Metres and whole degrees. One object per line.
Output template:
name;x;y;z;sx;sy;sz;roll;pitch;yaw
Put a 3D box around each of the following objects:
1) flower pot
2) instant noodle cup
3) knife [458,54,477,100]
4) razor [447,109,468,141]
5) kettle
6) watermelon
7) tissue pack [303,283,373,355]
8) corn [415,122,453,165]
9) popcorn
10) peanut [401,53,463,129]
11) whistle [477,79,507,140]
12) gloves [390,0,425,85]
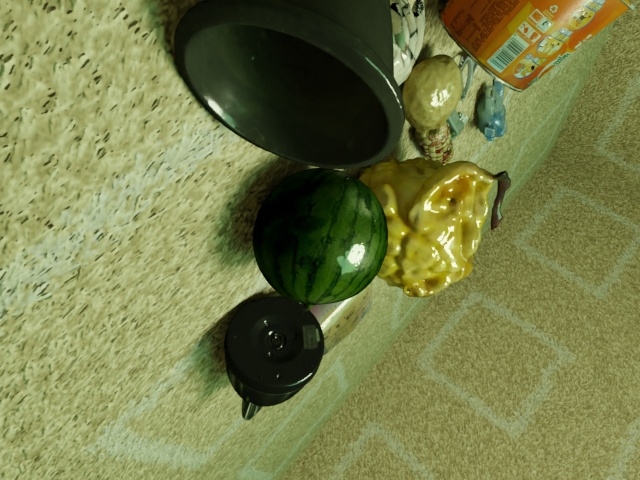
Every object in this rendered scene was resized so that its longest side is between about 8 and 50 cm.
flower pot;-0.014;-0.219;0.534;0.269;0.268;0.167;58;50;-65
instant noodle cup;0.368;-0.431;0.843;0.296;0.296;0.214;-22;161;-50
knife;0.414;-0.488;1.139;0.278;0.053;0.123;-50;152;-10
razor;0.343;-0.327;1.221;0.111;0.056;0.277;-55;157;7
kettle;-0.125;0.262;1.050;0.207;0.251;0.271;-5;143;-20
watermelon;0.001;-0.005;0.810;0.242;0.242;0.243;-41;154;-26
tissue pack;0.039;0.205;1.308;0.257;0.122;0.215;-47;154;-15
corn;0.305;-0.254;1.219;0.086;0.086;0.253;-55;158;5
popcorn;0.245;-0.057;1.045;0.381;0.350;0.348;-23;173;31
peanut;0.237;-0.308;0.984;0.140;0.109;0.159;-24;143;3
whistle;0.538;-0.396;1.446;0.269;0.093;0.181;31;71;-66
gloves;0.112;-0.310;0.767;0.212;0.111;0.127;-46;152;2
